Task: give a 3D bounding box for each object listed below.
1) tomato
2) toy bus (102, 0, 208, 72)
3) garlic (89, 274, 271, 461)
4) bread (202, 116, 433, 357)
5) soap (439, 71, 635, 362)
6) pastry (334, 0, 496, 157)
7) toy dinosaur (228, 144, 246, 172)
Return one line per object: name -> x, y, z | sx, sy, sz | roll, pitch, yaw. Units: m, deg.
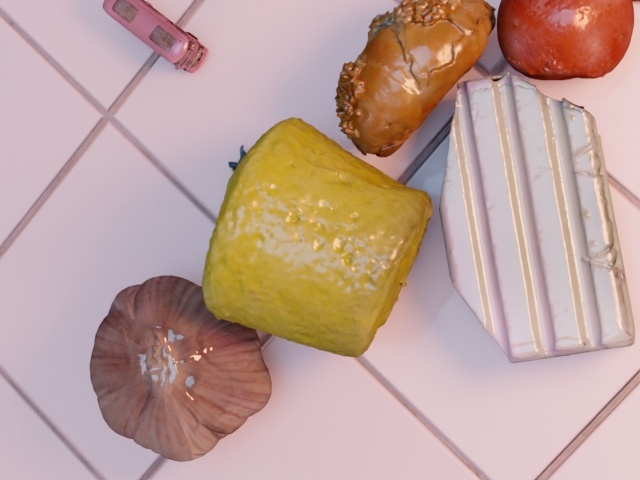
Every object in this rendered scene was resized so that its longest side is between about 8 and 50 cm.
tomato -> 0.375, -0.341, 1.820 | 0.208, 0.208, 0.184 | 4, 94, 18
toy bus -> -0.297, -0.376, 2.098 | 0.203, 0.090, 0.063 | 38, 99, 14
garlic -> -0.249, 0.210, 1.981 | 0.318, 0.259, 0.317 | 0, 84, -1
bread -> 0.000, 0.000, 1.874 | 0.308, 0.348, 0.348 | 19, 95, 7
soap -> 0.327, -0.037, 1.855 | 0.261, 0.156, 0.446 | -11, 86, 18
pastry -> 0.133, -0.282, 1.873 | 0.162, 0.255, 0.311 | 38, 100, -9
toy dinosaur -> -0.129, -0.124, 2.069 | 0.047, 0.030, 0.083 | -26, 82, 15
